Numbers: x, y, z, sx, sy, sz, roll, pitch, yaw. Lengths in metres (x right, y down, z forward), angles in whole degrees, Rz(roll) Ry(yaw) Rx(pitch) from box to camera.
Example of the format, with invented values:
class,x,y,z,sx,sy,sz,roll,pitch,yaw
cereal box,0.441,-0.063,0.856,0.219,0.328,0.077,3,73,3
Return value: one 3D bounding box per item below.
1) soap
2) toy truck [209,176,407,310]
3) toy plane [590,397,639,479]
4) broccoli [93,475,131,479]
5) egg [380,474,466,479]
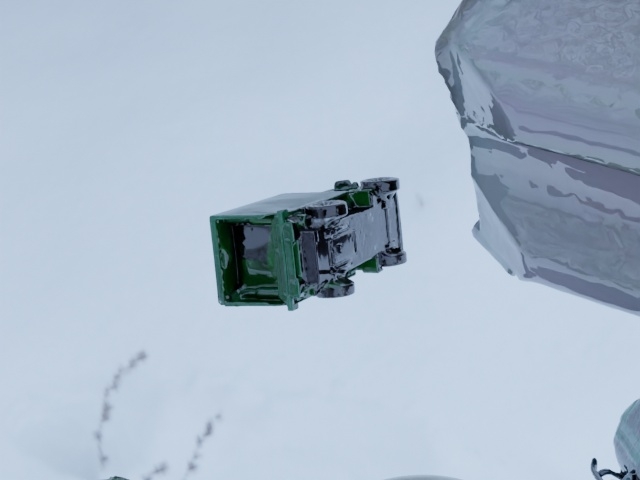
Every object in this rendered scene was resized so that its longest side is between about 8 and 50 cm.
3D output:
class,x,y,z,sx,sy,sz,roll,pitch,yaw
soap,0.325,-0.103,0.845,0.435,0.213,0.350,22,60,33
toy truck,0.000,0.000,0.936,0.079,0.065,0.147,-1,10,28
toy plane,0.207,0.118,0.790,0.060,0.096,0.235,28,6,-3
broccoli,-0.198,0.385,1.392,0.308,0.275,0.307,2,63,-4
egg,0.083,0.259,0.993,0.189,0.254,0.188,-17,65,41
